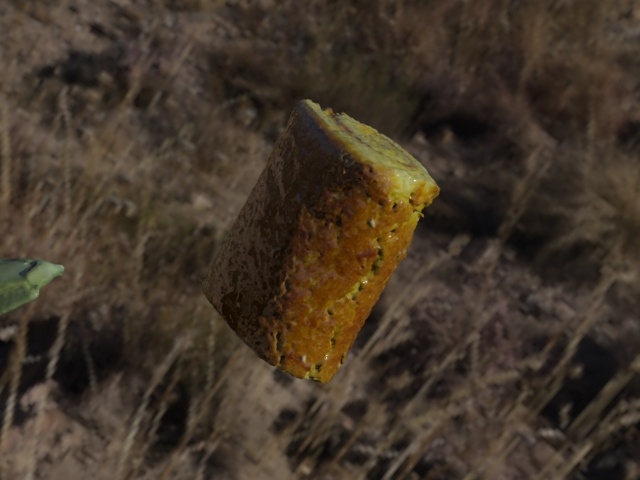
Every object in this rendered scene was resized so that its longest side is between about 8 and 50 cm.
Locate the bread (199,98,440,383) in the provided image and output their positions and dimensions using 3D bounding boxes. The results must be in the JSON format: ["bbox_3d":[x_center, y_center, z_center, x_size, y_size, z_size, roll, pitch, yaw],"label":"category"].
[{"bbox_3d":[0.000,0.000,1.013,0.103,0.172,0.132,18,17,-38],"label":"bread"}]

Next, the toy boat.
[{"bbox_3d":[-0.314,0.081,1.089,0.055,0.293,0.093,50,31,-9],"label":"toy boat"}]
